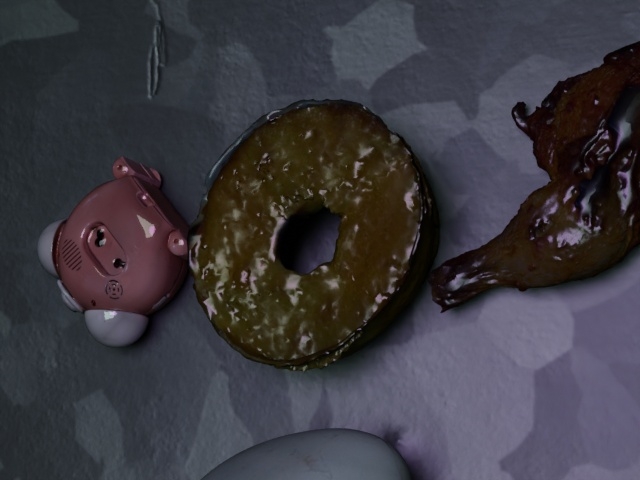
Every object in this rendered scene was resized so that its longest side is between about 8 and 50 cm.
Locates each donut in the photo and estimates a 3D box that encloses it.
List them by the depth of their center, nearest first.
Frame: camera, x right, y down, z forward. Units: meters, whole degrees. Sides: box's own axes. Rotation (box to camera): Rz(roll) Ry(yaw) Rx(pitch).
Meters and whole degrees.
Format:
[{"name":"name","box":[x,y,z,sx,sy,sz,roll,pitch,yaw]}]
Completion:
[{"name":"donut","box":[0.000,0.000,1.486,0.272,0.107,0.272,-6,77,26]}]

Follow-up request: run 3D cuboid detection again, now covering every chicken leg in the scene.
[{"name":"chicken leg","box":[0.233,-0.053,1.417,0.177,0.083,0.323,25,87,33]}]

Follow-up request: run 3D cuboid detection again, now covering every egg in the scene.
[{"name":"egg","box":[-0.031,0.277,1.391,0.264,0.183,0.183,-34,68,4]}]

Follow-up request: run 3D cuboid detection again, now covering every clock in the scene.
[{"name":"clock","box":[-0.217,0.014,1.573,0.162,0.092,0.166,-45,67,11]}]
